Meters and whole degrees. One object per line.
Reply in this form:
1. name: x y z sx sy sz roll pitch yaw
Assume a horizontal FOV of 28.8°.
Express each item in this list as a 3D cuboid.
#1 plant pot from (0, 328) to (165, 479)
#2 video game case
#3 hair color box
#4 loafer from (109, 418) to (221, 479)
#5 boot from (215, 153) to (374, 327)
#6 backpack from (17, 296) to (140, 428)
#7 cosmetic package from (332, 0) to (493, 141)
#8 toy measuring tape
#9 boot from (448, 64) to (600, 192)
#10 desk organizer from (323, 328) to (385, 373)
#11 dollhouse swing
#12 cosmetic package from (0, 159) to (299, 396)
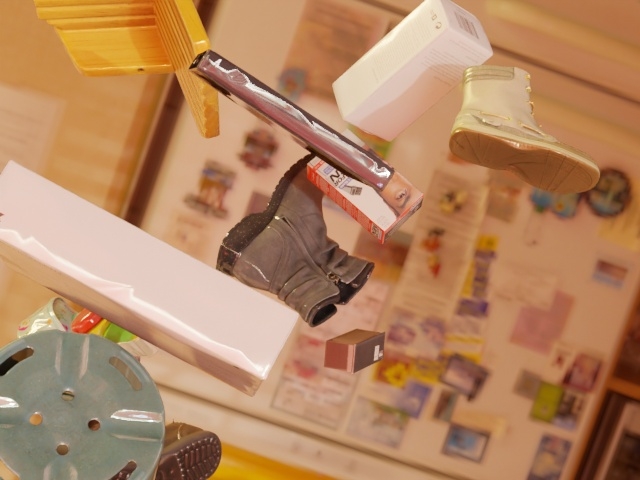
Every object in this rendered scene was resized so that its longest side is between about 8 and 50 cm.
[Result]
1. plant pot: -0.360 0.302 1.668 0.341 0.341 0.334 19 146 -7
2. video game case: -0.045 -0.160 1.627 0.275 0.035 0.248 33 -178 -11
3. hair color box: 0.069 -0.086 1.953 0.167 0.093 0.053 42 162 15
4. loafer: -0.358 0.429 2.262 0.366 0.133 0.130 -15 -154 -35
5. boot: 0.000 0.000 2.091 0.223 0.338 0.118 29 143 15
6. backpack: -0.495 0.234 2.549 0.253 0.191 0.225 48 -175 -12
7. cosmetic package: 0.140 -0.264 1.928 0.117 0.231 0.085 22 -139 -43
8. toy measuring tape: -0.320 0.148 2.014 0.121 0.121 0.330 18 162 -30
9. boot: 0.290 -0.160 1.735 0.213 0.077 0.165 17 -133 -3
10. desk organizer: 0.055 0.172 1.960 0.050 0.047 0.130 8 -172 23
11. dollhouse swing: -0.345 -0.350 2.169 0.315 0.304 0.347 -4 156 -6
12. cosmetic package: -0.220 0.059 1.534 0.377 0.097 0.284 28 170 0
